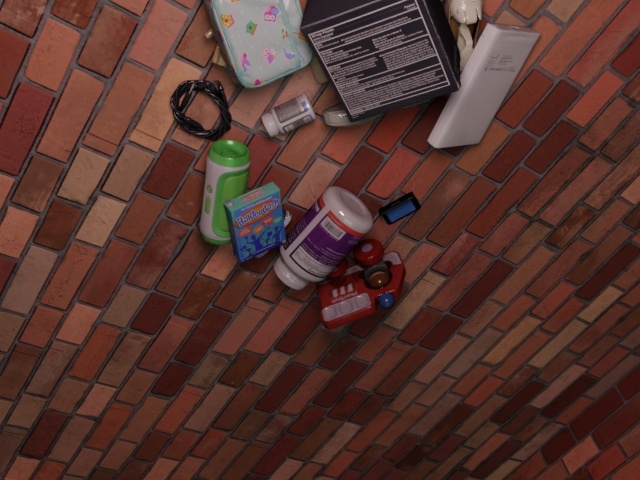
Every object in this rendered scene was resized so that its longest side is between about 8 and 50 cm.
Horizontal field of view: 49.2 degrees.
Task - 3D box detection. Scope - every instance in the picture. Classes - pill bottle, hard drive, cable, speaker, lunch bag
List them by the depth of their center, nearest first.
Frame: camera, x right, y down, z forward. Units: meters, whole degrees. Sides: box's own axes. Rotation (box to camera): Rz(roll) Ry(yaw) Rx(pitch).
[{"bbox_3d":[-0.145,-0.527,1.687,0.224,0.108,0.279,-25,119,-13],"label":"lunch bag"},{"bbox_3d":[-0.319,-0.344,1.884,0.150,0.047,0.184,-13,130,-2],"label":"cable"},{"bbox_3d":[-0.087,-0.340,1.917,0.137,0.078,0.078,-23,129,7],"label":"pill bottle"},{"bbox_3d":[0.448,-0.420,1.924,0.233,0.047,0.353,-13,137,-44],"label":"hard drive"},{"bbox_3d":[-0.276,-0.135,2.008,0.131,0.131,0.296,3,127,-14],"label":"speaker"},{"bbox_3d":[0.000,0.000,2.139,0.181,0.181,0.323,28,118,-29],"label":"pill bottle"}]

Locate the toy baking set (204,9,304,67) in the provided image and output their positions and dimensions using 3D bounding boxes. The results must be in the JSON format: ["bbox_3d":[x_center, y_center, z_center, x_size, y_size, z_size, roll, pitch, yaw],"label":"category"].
[{"bbox_3d":[-0.164,-0.521,1.764,0.256,0.030,0.197,-49,121,0],"label":"toy baking set"}]

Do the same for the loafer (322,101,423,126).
[{"bbox_3d":[0.153,-0.401,1.908,0.319,0.112,0.111,-21,125,-5],"label":"loafer"}]

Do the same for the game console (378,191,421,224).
[{"bbox_3d":[0.251,-0.094,2.193,0.122,0.107,0.071,-29,100,11],"label":"game console"}]

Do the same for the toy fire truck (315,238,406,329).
[{"bbox_3d":[0.132,0.150,2.238,0.302,0.254,0.169,-19,129,3],"label":"toy fire truck"}]

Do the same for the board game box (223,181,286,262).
[{"bbox_3d":[-0.186,-0.050,2.026,0.160,0.047,0.210,-26,138,-20],"label":"board game box"}]

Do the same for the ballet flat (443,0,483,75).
[{"bbox_3d":[0.378,-0.560,1.825,0.107,0.106,0.316,-8,129,-4],"label":"ballet flat"}]

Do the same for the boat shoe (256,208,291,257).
[{"bbox_3d":[-0.175,-0.033,2.154,0.083,0.065,0.183,27,110,-29],"label":"boat shoe"}]

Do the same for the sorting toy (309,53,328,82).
[{"bbox_3d":[0.060,-0.526,1.816,0.208,0.038,0.193,-24,129,-2],"label":"sorting toy"}]

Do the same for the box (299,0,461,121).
[{"bbox_3d":[0.153,-0.483,1.680,0.296,0.183,0.294,-13,135,23],"label":"box"}]
